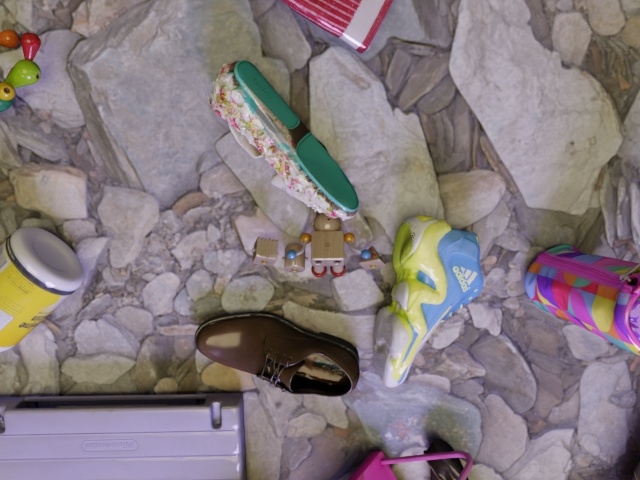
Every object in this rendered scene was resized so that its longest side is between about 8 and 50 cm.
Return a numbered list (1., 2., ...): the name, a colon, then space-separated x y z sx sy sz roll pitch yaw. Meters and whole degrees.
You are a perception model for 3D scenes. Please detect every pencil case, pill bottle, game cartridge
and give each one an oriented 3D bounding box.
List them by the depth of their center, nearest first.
1. pencil case: 0.328 0.060 0.640 0.104 0.236 0.104 0 94 -5
2. pill bottle: -0.401 0.075 0.705 0.184 0.103 0.103 -41 99 8
3. game cartridge: -0.282 0.329 0.781 0.355 0.068 0.230 -1 105 0

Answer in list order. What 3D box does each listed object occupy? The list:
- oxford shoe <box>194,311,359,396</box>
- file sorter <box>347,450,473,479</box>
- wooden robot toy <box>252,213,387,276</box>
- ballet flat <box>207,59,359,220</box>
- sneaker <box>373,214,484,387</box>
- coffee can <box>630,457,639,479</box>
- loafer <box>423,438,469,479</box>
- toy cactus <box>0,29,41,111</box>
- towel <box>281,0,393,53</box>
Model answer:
1. oxford shoe: -0.057 0.151 0.728 0.227 0.096 0.082 11 103 -1
2. file sorter: 0.141 0.434 0.666 0.182 0.202 0.290 -25 92 41
3. wooden robot toy: 0.000 0.000 0.725 0.173 0.076 0.079 0 66 0
4. ballet flat: -0.048 -0.114 0.692 0.077 0.091 0.241 -35 96 37
5. sneaker: 0.147 0.088 0.720 0.126 0.091 0.240 4 112 -13
6. coffee can: 0.533 0.280 0.703 0.202 0.201 0.275 15 101 -3
7. loafer: 0.186 0.385 0.783 0.078 0.080 0.220 -22 101 3
8. toy cactus: -0.440 -0.174 0.665 0.219 0.112 0.180 -2 111 -9
9. towel: -0.027 -0.391 0.590 0.329 0.037 0.237 27 94 -23
